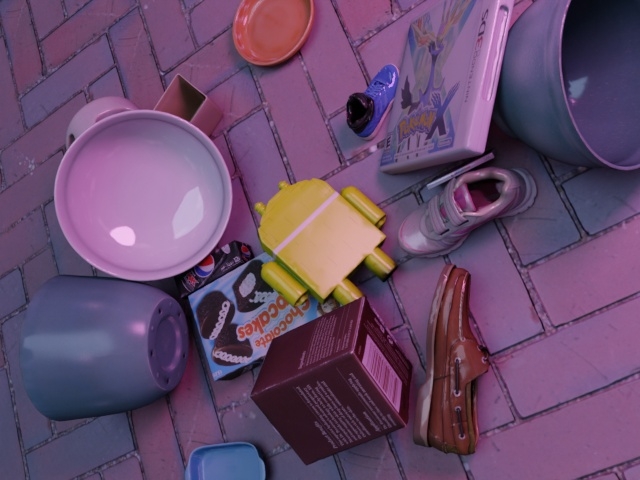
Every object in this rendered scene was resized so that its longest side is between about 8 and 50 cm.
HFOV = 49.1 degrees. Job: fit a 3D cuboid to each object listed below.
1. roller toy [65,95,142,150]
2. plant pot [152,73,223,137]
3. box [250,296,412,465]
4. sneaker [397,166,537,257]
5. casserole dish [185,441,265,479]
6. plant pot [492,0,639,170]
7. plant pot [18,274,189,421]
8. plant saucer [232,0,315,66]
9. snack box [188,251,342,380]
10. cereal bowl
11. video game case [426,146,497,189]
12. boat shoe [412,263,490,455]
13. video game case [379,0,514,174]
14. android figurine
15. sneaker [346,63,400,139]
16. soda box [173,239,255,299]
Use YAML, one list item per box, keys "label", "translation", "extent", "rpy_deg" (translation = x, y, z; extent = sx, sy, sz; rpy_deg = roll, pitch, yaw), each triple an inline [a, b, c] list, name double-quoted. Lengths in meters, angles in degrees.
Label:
- label: "roller toy"
  translation: [-0.442, -0.199, 1.524]
  extent: [0.146, 0.191, 0.209]
  rpy_deg: [43, 99, 34]
- label: "plant pot"
  translation: [-0.277, -0.275, 1.510]
  extent: [0.109, 0.096, 0.109]
  rpy_deg: [41, 100, 27]
- label: "box"
  translation: [0.024, 0.234, 1.177]
  extent: [0.203, 0.167, 0.169]
  rpy_deg: [-27, 110, 22]
- label: "sneaker"
  translation: [0.233, -0.057, 1.185]
  extent: [0.252, 0.111, 0.103]
  rpy_deg: [-32, 67, 20]
- label: "casserole dish"
  translation: [-0.178, 0.450, 1.355]
  extent: [0.188, 0.037, 0.114]
  rpy_deg: [-14, 74, 26]
- label: "plant pot"
  translation: [0.379, -0.249, 1.072]
  extent: [0.196, 0.292, 0.293]
  rpy_deg: [3, 81, 56]
- label: "plant pot"
  translation: [-0.404, 0.206, 1.392]
  extent: [0.234, 0.293, 0.293]
  rpy_deg: [-5, 78, 15]
- label: "plant saucer"
  translation: [-0.096, -0.461, 1.482]
  extent: [0.199, 0.037, 0.200]
  rpy_deg: [-6, 78, 28]
- label: "snack box"
  translation: [-0.096, 0.125, 1.358]
  extent: [0.321, 0.060, 0.187]
  rpy_deg: [-30, 68, 20]
- label: "cereal bowl"
  translation: [-0.352, -0.092, 1.416]
  extent: [0.338, 0.141, 0.339]
  rpy_deg: [-1, 97, -12]
- label: "video game case"
  translation: [0.245, -0.125, 1.209]
  extent: [0.122, 0.087, 0.011]
  rpy_deg: [-27, 94, 22]
- label: "boat shoe"
  translation: [0.230, 0.195, 1.151]
  extent: [0.104, 0.110, 0.308]
  rpy_deg: [8, 94, 25]
- label: "video game case"
  translation: [0.203, -0.270, 1.166]
  extent: [0.329, 0.036, 0.300]
  rpy_deg: [179, 104, -73]
- label: "android figurine"
  translation: [0.000, 0.000, 1.267]
  extent: [0.272, 0.056, 0.248]
  rpy_deg: [40, 73, 13]
- label: "sneaker"
  translation: [0.097, -0.270, 1.314]
  extent: [0.058, 0.084, 0.152]
  rpy_deg: [29, 94, 29]
- label: "soda box"
  translation: [-0.216, 0.063, 1.435]
  extent: [0.168, 0.060, 0.053]
  rpy_deg: [-30, 67, 20]
